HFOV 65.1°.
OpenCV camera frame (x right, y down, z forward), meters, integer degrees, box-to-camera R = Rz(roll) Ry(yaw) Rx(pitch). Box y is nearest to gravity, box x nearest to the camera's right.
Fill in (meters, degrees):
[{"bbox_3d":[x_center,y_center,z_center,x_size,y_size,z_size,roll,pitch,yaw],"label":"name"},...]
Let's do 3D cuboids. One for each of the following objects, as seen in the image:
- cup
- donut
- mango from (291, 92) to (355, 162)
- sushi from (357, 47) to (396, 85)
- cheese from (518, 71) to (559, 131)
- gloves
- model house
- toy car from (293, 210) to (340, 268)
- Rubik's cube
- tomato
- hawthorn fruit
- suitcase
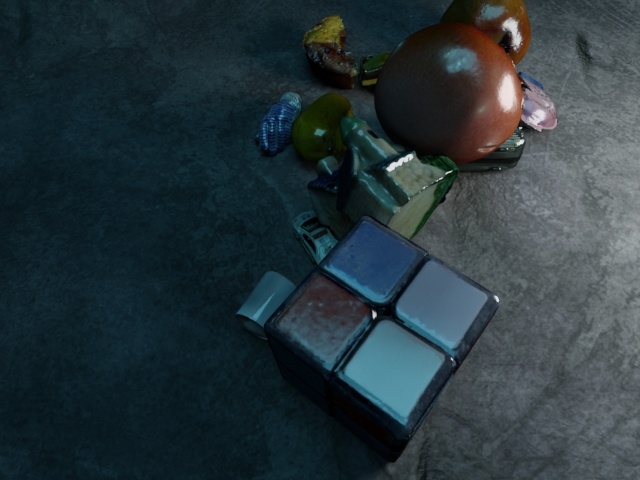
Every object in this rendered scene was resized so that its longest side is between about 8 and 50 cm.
[{"bbox_3d":[-0.112,0.162,1.168,0.099,0.136,0.133,2,49,44],"label":"cup"},{"bbox_3d":[0.023,-0.591,1.626,0.151,0.112,0.295,-11,57,-2],"label":"donut"},{"bbox_3d":[0.013,-0.332,1.450,0.167,0.130,0.262,17,53,18],"label":"mango"},{"bbox_3d":[0.260,-0.527,1.572,0.291,0.131,0.139,0,47,2],"label":"sushi"},{"bbox_3d":[0.635,-0.421,1.509,0.189,0.074,0.286,27,48,-9],"label":"cheese"},{"bbox_3d":[-0.125,-0.352,1.494,0.119,0.097,0.229,-3,57,36],"label":"gloves"},{"bbox_3d":[0.119,-0.130,1.181,0.284,0.298,0.243,44,56,16],"label":"model house"},{"bbox_3d":[0.000,0.000,1.279,0.095,0.056,0.205,-25,61,-13],"label":"toy car"},{"bbox_3d":[0.113,0.199,0.997,0.316,0.318,0.313,33,66,21],"label":"Rubik's cube"},{"bbox_3d":[0.291,-0.314,1.169,0.273,0.341,0.341,-42,64,-3],"label":"tomato"},{"bbox_3d":[0.518,-0.634,1.551,0.268,0.268,0.301,-5,63,-2],"label":"hawthorn fruit"},{"bbox_3d":[0.404,-0.300,1.415,0.312,0.128,0.202,-1,60,4],"label":"suitcase"}]
